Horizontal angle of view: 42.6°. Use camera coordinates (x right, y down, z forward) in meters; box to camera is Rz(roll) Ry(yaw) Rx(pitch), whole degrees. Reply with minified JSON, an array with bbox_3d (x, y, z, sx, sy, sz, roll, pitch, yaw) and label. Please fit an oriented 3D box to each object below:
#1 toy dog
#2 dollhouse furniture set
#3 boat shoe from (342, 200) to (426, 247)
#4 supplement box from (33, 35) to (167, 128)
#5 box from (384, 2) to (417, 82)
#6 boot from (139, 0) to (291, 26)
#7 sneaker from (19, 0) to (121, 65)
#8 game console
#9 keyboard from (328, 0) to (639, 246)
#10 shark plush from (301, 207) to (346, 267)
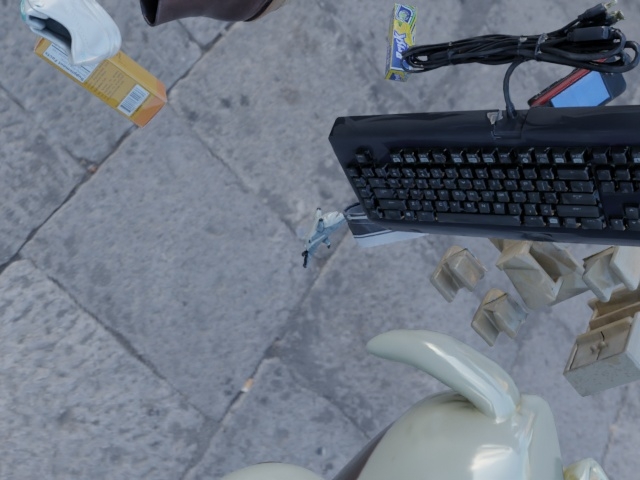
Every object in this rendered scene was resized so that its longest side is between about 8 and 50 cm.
[{"bbox_3d":[0.040,0.303,0.757,0.395,0.408,0.284,61,31,-17],"label":"toy dog"},{"bbox_3d":[0.508,0.076,1.676,0.394,0.362,0.256,48,46,-9],"label":"dollhouse furniture set"},{"bbox_3d":[0.166,-0.068,1.614,0.108,0.301,0.102,-45,110,-39],"label":"boat shoe"},{"bbox_3d":[-0.385,-0.302,1.448,0.233,0.080,0.078,38,18,-30],"label":"supplement box"},{"bbox_3d":[0.185,-0.454,1.893,0.054,0.059,0.168,7,76,-7],"label":"box"},{"bbox_3d":[-0.067,-0.325,0.850,0.207,0.248,0.090,-23,66,-44],"label":"boot"},{"bbox_3d":[-0.351,-0.306,1.031,0.212,0.080,0.094,45,44,0],"label":"sneaker"},{"bbox_3d":[0.387,-0.213,1.200,0.124,0.144,0.085,50,9,-34],"label":"game console"},{"bbox_3d":[0.143,-0.071,0.605,0.033,0.317,0.201,-55,134,-37],"label":"keyboard"},{"bbox_3d":[0.000,0.000,1.949,0.067,0.073,0.161,23,100,-16],"label":"shark plush"}]
